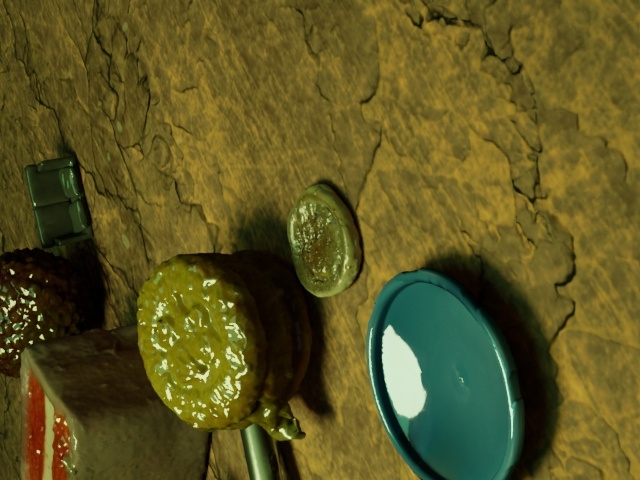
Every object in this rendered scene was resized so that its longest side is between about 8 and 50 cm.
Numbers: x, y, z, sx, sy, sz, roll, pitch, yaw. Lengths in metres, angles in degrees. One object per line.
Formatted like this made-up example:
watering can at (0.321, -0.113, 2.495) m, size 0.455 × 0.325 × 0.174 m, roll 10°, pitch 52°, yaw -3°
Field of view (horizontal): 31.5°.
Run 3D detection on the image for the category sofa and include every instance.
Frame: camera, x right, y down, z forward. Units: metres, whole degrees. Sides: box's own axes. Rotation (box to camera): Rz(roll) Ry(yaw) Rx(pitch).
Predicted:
sofa at (-0.446, -0.065, 1.940) m, size 0.060 × 0.085 × 0.147 m, roll -11°, pitch 91°, yaw 61°

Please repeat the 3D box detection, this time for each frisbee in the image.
frisbee at (0.129, 0.143, 1.148) m, size 0.242 × 0.045 × 0.242 m, roll 26°, pitch 122°, yaw 50°

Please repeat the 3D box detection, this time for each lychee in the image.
lychee at (-0.498, 0.121, 1.955) m, size 0.271 × 0.236 × 0.236 m, roll -34°, pitch 72°, yaw 53°

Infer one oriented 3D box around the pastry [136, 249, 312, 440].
pastry at (-0.130, 0.128, 1.419) m, size 0.240 × 0.132 × 0.235 m, roll 4°, pitch 91°, yaw 47°

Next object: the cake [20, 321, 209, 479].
cake at (-0.324, 0.312, 1.753) m, size 0.237 × 0.230 × 0.309 m, roll 44°, pitch 136°, yaw 45°

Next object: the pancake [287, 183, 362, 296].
pancake at (0.000, 0.000, 1.321) m, size 0.139 × 0.022 × 0.139 m, roll 24°, pitch 119°, yaw 52°

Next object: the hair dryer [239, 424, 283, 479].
hair dryer at (-0.095, 0.317, 1.552) m, size 0.320 × 0.155 × 0.284 m, roll -34°, pitch 51°, yaw 43°
